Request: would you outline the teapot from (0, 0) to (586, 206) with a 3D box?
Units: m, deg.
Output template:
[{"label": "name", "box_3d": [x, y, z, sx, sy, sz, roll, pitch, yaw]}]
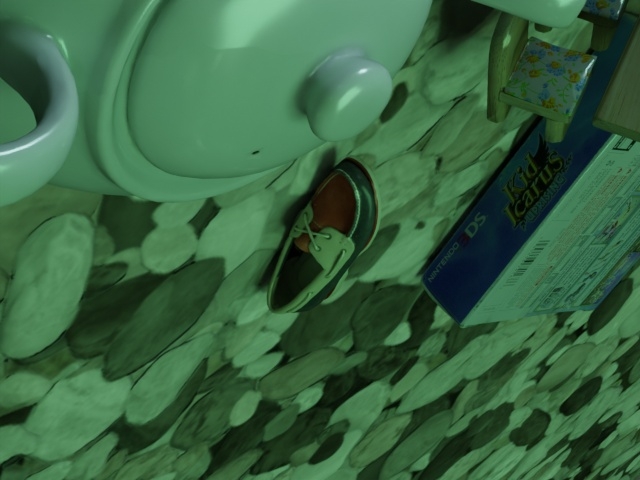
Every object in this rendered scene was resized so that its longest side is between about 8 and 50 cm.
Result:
[{"label": "teapot", "box_3d": [-0.049, -0.103, 0.512, 0.256, 0.187, 0.252, -42, 155, 2]}]

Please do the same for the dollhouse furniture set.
[{"label": "dollhouse furniture set", "box_3d": [0.238, -0.164, 0.813, 0.242, 0.212, 0.161, -62, 163, -21]}]

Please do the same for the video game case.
[{"label": "video game case", "box_3d": [0.234, -0.051, 1.144, 0.244, 0.061, 0.269, 0, 132, -53]}]

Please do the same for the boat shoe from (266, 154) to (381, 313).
[{"label": "boat shoe", "box_3d": [0.000, 0.000, 0.909, 0.043, 0.049, 0.137, -21, 152, -34]}]
